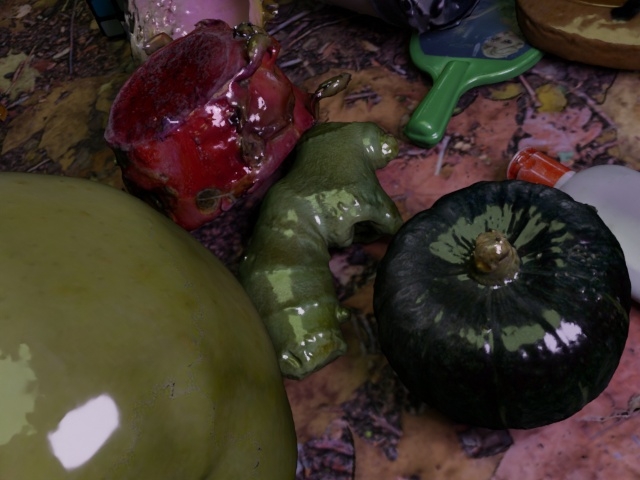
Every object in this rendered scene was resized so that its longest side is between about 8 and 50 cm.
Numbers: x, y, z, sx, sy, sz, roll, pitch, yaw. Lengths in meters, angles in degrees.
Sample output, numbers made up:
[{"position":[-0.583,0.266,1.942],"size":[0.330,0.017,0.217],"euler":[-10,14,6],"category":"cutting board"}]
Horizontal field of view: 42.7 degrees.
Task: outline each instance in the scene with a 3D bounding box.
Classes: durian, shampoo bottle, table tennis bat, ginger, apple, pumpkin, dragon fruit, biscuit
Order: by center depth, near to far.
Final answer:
[{"position":[-0.188,0.131,0.575],"size":[0.357,0.357,0.357],"euler":[-8,53,11],"category":"apple"},{"position":[0.144,0.047,0.658],"size":[0.211,0.152,0.212],"euler":[-11,63,23],"category":"pumpkin"},{"position":[0.263,-0.018,0.732],"size":[0.108,0.051,0.221],"euler":[-43,55,-12],"category":"shampoo bottle"},{"position":[0.000,-0.005,0.786],"size":[0.137,0.089,0.290],"euler":[25,57,4],"category":"ginger"},{"position":[-0.118,-0.135,0.838],"size":[0.282,0.147,0.211],"euler":[-32,29,15],"category":"dragon fruit"},{"position":[0.161,-0.201,0.910],"size":[0.160,0.039,0.257],"euler":[15,58,28],"category":"table tennis bat"},{"position":[0.350,-0.335,0.916],"size":[0.314,0.063,0.368],"euler":[16,59,21],"category":"biscuit"},{"position":[-0.119,-0.342,0.974],"size":[0.185,0.305,0.196],"euler":[7,31,19],"category":"durian"}]

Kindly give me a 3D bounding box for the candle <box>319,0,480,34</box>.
[{"position":[0.047,-0.360,0.964],"size":[0.187,0.187,0.330],"euler":[-45,46,-17],"category":"candle"}]

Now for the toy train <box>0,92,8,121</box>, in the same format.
[{"position":[-0.508,-0.174,1.067],"size":[0.219,0.089,0.127],"euler":[7,68,21],"category":"toy train"}]

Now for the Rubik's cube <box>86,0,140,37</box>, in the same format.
[{"position":[-0.228,-0.408,1.085],"size":[0.184,0.187,0.182],"euler":[-8,52,9],"category":"Rubik's cube"}]
